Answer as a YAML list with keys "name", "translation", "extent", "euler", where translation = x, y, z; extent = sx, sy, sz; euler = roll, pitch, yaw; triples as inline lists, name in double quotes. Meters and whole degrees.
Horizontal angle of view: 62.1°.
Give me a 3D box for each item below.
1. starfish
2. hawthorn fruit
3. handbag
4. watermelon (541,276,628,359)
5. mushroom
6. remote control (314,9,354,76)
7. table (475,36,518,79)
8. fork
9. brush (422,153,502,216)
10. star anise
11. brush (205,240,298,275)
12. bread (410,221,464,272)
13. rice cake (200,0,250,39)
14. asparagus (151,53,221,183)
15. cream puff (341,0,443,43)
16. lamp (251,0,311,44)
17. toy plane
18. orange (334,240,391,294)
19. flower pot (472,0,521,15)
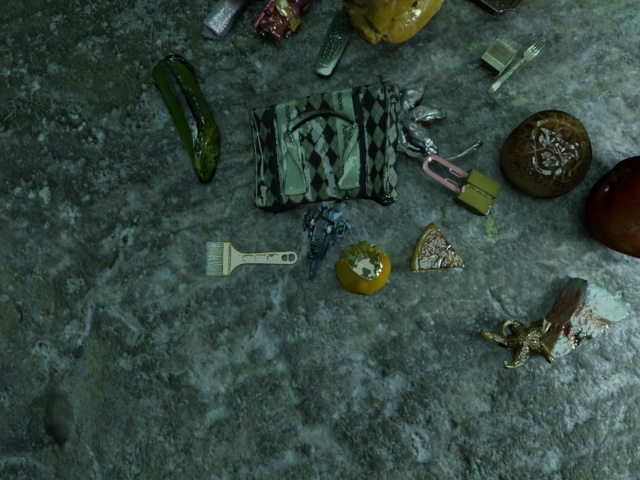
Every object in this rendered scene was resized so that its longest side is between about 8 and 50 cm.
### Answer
- name: "starfish"
  translation: [0.528, 0.276, 1.426]
  extent: [0.189, 0.074, 0.146]
  euler: [-1, 66, 26]
- name: "hawthorn fruit"
  translation: [0.865, -0.089, 1.378]
  extent: [0.311, 0.295, 0.295]
  euler: [18, 83, 5]
- name: "handbag"
  translation: [0.011, -0.231, 1.438]
  extent: [0.415, 0.180, 0.317]
  euler: [-6, 80, 23]
- name: "watermelon"
  translation: [0.689, 0.221, 1.439]
  extent: [0.154, 0.094, 0.241]
  euler: [42, 89, 14]
- name: "mushroom"
  translation: [0.629, -0.238, 1.474]
  extent: [0.253, 0.153, 0.253]
  euler: [0, 90, -2]
- name: "remote control"
  translation: [0.044, -0.595, 1.610]
  extent: [0.072, 0.042, 0.222]
  euler: [22, 82, 6]
- name: "table"
  translation: [0.516, -0.533, 1.562]
  extent: [0.079, 0.062, 0.083]
  euler: [40, 86, 8]
- name: "fork"
  translation: [0.579, -0.510, 1.579]
  extent: [0.219, 0.028, 0.034]
  euler: [-45, 89, 0]
- name: "brush"
  translation: [0.387, -0.167, 1.498]
  extent: [0.233, 0.047, 0.103]
  euler: [29, 83, -7]
- name: "star anise"
  translation: [0.248, -0.349, 1.512]
  extent: [0.359, 0.139, 0.316]
  euler: [-18, 90, 4]
- name: "brush"
  translation: [-0.200, 0.051, 1.543]
  extent: [0.272, 0.013, 0.103]
  euler: [-1, 82, 3]
- name: "bread"
  translation: [0.310, 0.048, 1.494]
  extent: [0.136, 0.054, 0.154]
  euler: [-36, 76, -4]
- name: "rice cake"
  translation: [-0.231, -0.780, 1.642]
  extent: [0.070, 0.064, 0.399]
  euler: [35, 85, -3]
- name: "asparagus"
  translation: [-0.377, -0.359, 1.570]
  extent: [0.128, 0.108, 0.382]
  euler: [-25, 83, -2]
- name: "cream puff"
  translation: [0.209, -0.721, 1.478]
  extent: [0.231, 0.327, 0.343]
  euler: [50, 128, 12]
- name: "lamp"
  translation: [-0.095, -0.713, 1.597]
  extent: [0.118, 0.118, 0.253]
  euler: [36, 92, 8]
- name: "toy plane"
  translation: [-0.004, -0.001, 1.507]
  extent: [0.169, 0.078, 0.247]
  euler: [17, 86, 33]
- name: "orange"
  translation: [0.118, 0.076, 1.463]
  extent: [0.156, 0.134, 0.157]
  euler: [0, 89, -8]
- name: "flower pot"
  translation: [0.500, -0.776, 1.590]
  extent: [0.251, 0.084, 0.179]
  euler: [39, 86, 9]
